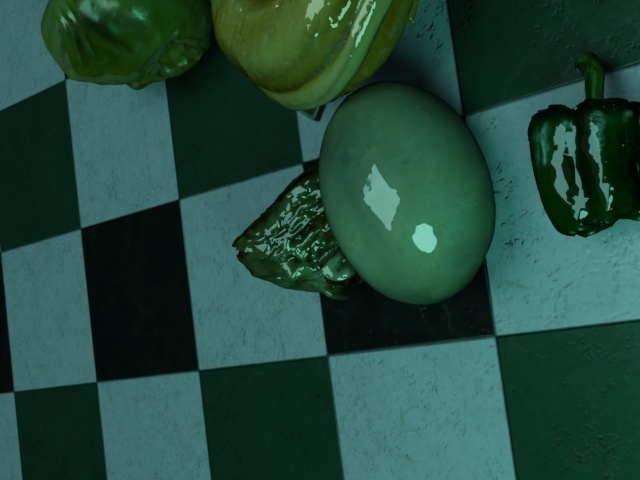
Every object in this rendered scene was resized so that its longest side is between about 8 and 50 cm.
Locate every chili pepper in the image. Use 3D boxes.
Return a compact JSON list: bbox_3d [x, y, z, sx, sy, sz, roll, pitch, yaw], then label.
[{"bbox_3d":[0.367,-0.139,1.346,0.174,0.165,0.261,-17,77,53],"label":"chili pepper"}]

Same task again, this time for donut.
[{"bbox_3d":[-0.006,-0.419,1.501,0.449,0.198,0.449,-10,77,53],"label":"donut"}]

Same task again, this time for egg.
[{"bbox_3d":[0.129,-0.075,1.494,0.258,0.258,0.352,-23,72,39],"label":"egg"}]

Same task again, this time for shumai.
[{"bbox_3d":[-0.001,-0.001,1.691,0.256,0.189,0.218,-45,79,15],"label":"shumai"}]

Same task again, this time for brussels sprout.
[{"bbox_3d":[-0.378,-0.425,1.901,0.344,0.268,0.344,5,125,7],"label":"brussels sprout"}]

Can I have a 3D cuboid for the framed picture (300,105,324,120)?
[{"bbox_3d":[-0.046,-0.327,1.806,0.203,0.015,0.150,37,114,36],"label":"framed picture"}]
